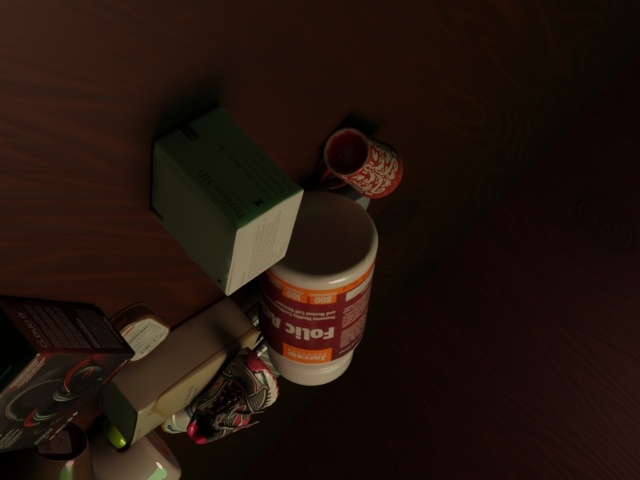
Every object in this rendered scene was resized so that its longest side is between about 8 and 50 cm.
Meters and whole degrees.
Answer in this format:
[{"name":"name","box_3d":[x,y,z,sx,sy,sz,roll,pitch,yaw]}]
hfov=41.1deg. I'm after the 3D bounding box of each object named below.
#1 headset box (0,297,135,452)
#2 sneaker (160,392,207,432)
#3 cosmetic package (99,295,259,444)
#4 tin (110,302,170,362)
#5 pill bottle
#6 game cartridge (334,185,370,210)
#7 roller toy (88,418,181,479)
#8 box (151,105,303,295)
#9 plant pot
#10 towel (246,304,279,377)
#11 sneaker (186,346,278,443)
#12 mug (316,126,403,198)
[{"name":"headset box","box_3d":[-0.437,0.199,1.231,0.218,0.110,0.293,-45,163,6]},{"name":"sneaker","box_3d":[-0.267,0.409,2.045,0.130,0.112,0.296,-13,172,16]},{"name":"cosmetic package","box_3d":[-0.284,0.258,1.726,0.309,0.113,0.160,-33,160,-34]},{"name":"tin","box_3d":[-0.331,0.168,1.537,0.106,0.040,0.190,-47,163,-7]},{"name":"pill bottle","box_3d":[-0.013,0.109,1.696,0.224,0.224,0.392,-35,150,-28]},{"name":"game cartridge","box_3d":[0.000,0.000,1.869,0.198,0.062,0.297,-35,161,-41]},{"name":"roller toy","box_3d":[-0.404,0.476,1.817,0.146,0.209,0.191,-41,178,-8]},{"name":"box","box_3d":[-0.137,-0.053,1.201,0.119,0.181,0.182,-35,161,-28]},{"name":"plant pot","box_3d":[-0.504,0.450,1.566,0.215,0.215,0.231,-21,138,-53]},{"name":"towel","box_3d":[-0.148,0.278,2.069,0.235,0.121,0.283,-45,163,1]},{"name":"sneaker","box_3d":[-0.179,0.330,1.740,0.112,0.121,0.299,-26,157,-41]},{"name":"mug","box_3d":[0.066,-0.135,1.606,0.150,0.113,0.169,-49,159,9]}]
